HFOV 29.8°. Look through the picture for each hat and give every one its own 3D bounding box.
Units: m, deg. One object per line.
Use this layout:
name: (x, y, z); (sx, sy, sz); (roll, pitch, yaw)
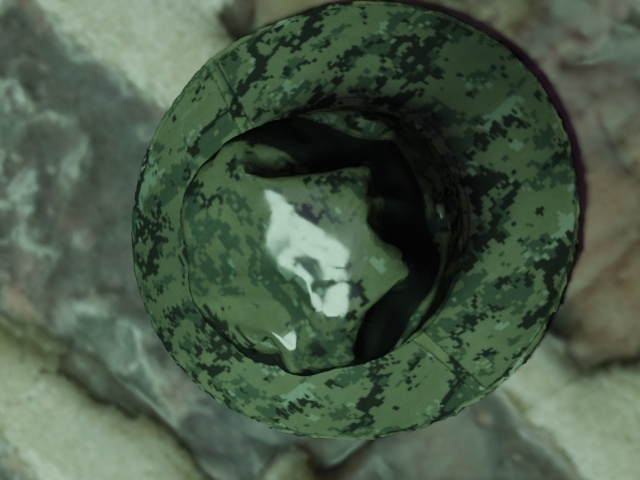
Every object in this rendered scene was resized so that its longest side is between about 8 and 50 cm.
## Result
hat: (0.000, 0.000, 0.622); (0.265, 0.128, 0.266); (2, 98, 16)
